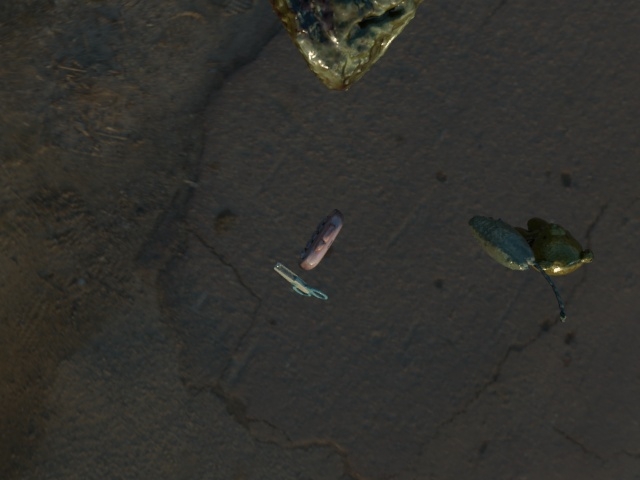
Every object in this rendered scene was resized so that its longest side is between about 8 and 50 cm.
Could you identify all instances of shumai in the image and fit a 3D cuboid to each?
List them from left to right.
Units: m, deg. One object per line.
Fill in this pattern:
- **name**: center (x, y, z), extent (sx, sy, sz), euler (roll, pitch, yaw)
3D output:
- **shumai**: center (0.069, -0.508, 1.506), extent (0.348, 0.395, 0.395), euler (-22, 114, 13)

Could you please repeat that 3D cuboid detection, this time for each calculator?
- **calculator**: center (0.000, 0.000, 1.216), extent (0.024, 0.166, 0.103), euler (34, 86, -6)

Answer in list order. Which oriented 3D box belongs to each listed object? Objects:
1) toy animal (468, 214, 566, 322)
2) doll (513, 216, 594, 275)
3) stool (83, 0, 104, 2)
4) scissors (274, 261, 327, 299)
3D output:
- **toy animal**: center (0.372, 0.041, 1.480), extent (0.070, 0.253, 0.079), euler (-48, 164, 14)
- **doll**: center (0.436, -0.002, 1.581), extent (0.137, 0.209, 0.097), euler (-14, 115, -10)
- **stool**: center (-0.342, -0.402, 1.086), extent (0.153, 0.228, 0.139), euler (12, 120, -26)
- **scissors**: center (-0.036, 0.061, 1.191), extent (0.119, 0.058, 0.014), euler (42, 63, -49)
